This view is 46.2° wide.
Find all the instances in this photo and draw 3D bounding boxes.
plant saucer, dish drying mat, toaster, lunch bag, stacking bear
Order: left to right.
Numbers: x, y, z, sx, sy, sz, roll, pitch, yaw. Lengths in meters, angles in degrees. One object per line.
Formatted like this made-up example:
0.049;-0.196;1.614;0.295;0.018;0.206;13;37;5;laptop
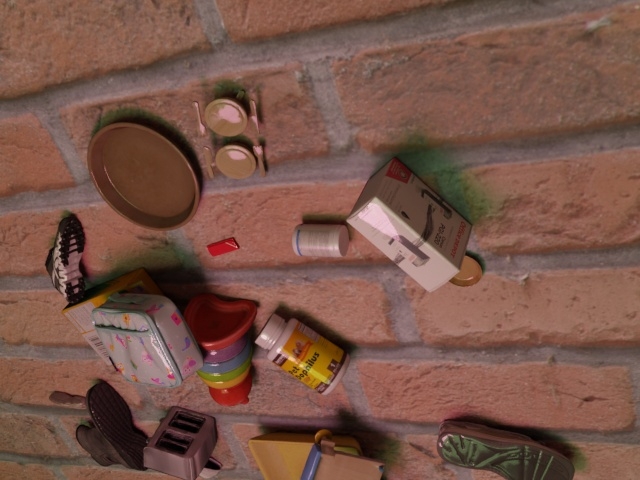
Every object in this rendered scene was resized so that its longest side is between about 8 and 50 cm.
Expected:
-0.417;0.228;1.757;0.279;0.108;0.224;-4;117;44;lunch bag
-0.389;-0.145;1.669;0.278;0.041;0.278;11;129;14;plant saucer
-0.390;0.580;2.124;0.186;0.168;0.110;13;128;15;toaster
-0.227;0.017;1.741;0.083;0.008;0.032;-17;118;32;dish drying mat
-0.239;0.297;1.866;0.175;0.164;0.289;8;132;17;stacking bear
0.005;0.641;2.061;0.333;0.081;0.332;-4;124;25;plant saucer
0.293;0.060;1.549;0.083;0.015;0.083;12;128;15;plant saucer

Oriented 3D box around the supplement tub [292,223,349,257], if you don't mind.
0.000;0.000;1.592;0.107;0.071;0.071;3;125;22;supplement tub

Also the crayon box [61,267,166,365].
-0.489;0.196;1.936;0.323;0.083;0.203;-20;115;34;crayon box

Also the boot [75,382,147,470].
-0.673;0.579;2.285;0.223;0.118;0.338;-6;118;33;boot

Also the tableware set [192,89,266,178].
-0.181;-0.213;1.533;0.128;0.039;0.194;1;131;8;tableware set

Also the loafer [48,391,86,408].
-0.779;0.500;2.313;0.125;0.045;0.039;5;133;16;loafer

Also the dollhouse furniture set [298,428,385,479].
0.069;0.632;1.936;0.286;0.198;0.303;14;100;-15;dollhouse furniture set

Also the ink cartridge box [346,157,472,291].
0.176;-0.030;1.437;0.218;0.158;0.092;41;129;-11;ink cartridge box

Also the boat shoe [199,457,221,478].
-0.372;0.652;2.223;0.063;0.066;0.184;-34;120;27;boat shoe

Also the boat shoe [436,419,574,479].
0.436;0.499;1.774;0.320;0.103;0.118;11;109;8;boat shoe

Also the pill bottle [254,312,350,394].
-0.045;0.264;1.776;0.215;0.117;0.117;34;130;-3;pill bottle

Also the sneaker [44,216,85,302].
-0.652;0.041;1.891;0.106;0.078;0.234;24;122;29;sneaker
